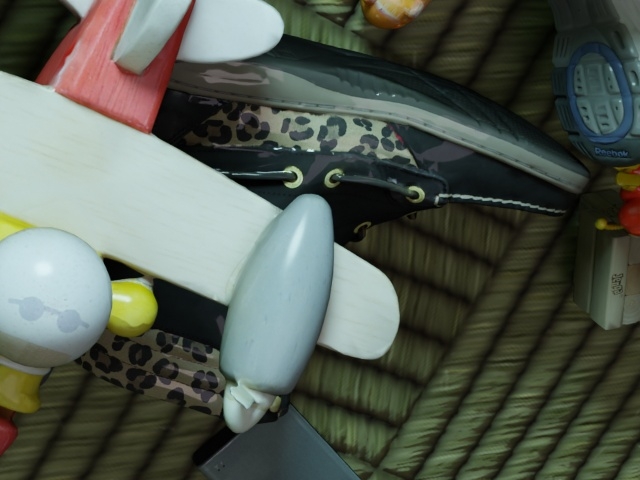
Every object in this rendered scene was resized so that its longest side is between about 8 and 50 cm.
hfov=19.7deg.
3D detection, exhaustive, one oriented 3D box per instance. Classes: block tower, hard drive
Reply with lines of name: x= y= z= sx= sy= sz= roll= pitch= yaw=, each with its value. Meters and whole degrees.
block tower: x=0.380 y=-0.009 z=1.632 sx=0.335 sy=0.091 sz=0.097 roll=-9 pitch=118 yaw=-21
hard drive: x=-0.035 y=0.199 z=1.589 sx=0.094 sy=0.022 sz=0.135 roll=-41 pitch=124 yaw=-1

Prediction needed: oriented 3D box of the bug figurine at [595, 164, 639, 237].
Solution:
bug figurine: x=0.350 y=-0.084 z=1.542 sx=0.279 sy=0.072 sz=0.216 roll=6 pitch=75 yaw=-19

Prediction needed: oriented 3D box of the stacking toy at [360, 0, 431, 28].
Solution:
stacking toy: x=0.127 y=-0.247 z=1.347 sx=0.175 sy=0.166 sz=0.302 roll=-16 pitch=163 yaw=-44

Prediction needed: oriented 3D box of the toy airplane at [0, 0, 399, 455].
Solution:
toy airplane: x=-0.166 y=-0.023 z=1.203 sx=0.386 sy=0.272 sz=0.384 roll=-17 pitch=116 yaw=-1

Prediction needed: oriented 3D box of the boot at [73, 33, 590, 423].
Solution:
boot: x=0.000 y=0.000 z=1.439 sx=0.377 sy=0.138 sz=0.284 roll=13 pitch=107 yaw=-24

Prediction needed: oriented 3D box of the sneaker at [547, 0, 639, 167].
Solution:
sneaker: x=0.230 y=-0.208 z=1.437 sx=0.129 sy=0.111 sz=0.297 roll=-13 pitch=95 yaw=-43
